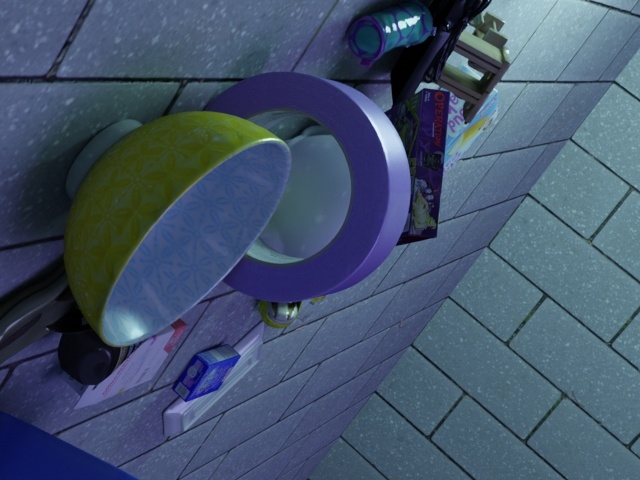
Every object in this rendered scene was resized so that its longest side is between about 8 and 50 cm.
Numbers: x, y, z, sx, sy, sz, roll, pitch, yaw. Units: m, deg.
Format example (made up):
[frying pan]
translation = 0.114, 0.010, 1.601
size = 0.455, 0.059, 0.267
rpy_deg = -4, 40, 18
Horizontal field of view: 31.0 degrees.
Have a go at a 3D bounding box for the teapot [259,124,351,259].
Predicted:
[teapot]
translation = -0.025, -0.059, 1.613
size = 0.252, 0.187, 0.256
rpy_deg = -53, 170, -2

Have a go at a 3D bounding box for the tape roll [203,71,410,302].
[tape roll]
translation = -0.033, -0.064, 1.403
size = 0.275, 0.275, 0.090
rpy_deg = -53, 164, 15

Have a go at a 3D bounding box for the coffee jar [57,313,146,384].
[coffee jar]
translation = -0.261, 0.106, 1.506
size = 0.184, 0.079, 0.096
rpy_deg = -46, 168, -48

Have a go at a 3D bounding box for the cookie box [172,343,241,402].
[cookie box]
translation = -0.207, 0.241, 2.109
size = 0.092, 0.040, 0.107
rpy_deg = -56, 160, 21

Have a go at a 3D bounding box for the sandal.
[sandal]
translation = -0.286, 0.073, 1.389
size = 0.303, 0.086, 0.120
rpy_deg = -41, 163, -28

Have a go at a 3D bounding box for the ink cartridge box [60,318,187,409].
[ink cartridge box]
translation = -0.288, 0.160, 1.638
size = 0.115, 0.067, 0.198
rpy_deg = -55, 165, 20

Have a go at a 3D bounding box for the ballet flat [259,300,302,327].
[ballet flat]
translation = -0.062, 0.098, 2.092
size = 0.077, 0.077, 0.231
rpy_deg = -90, -163, -48

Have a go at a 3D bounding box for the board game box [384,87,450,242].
[board game box]
translation = 0.111, -0.095, 1.736
size = 0.347, 0.056, 0.208
rpy_deg = 166, -74, -77

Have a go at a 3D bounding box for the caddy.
[caddy]
translation = -0.345, 0.372, 1.525
size = 0.179, 0.341, 0.241
rpy_deg = -62, 169, -19

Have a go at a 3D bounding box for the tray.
[tray]
translation = -0.199, 0.277, 2.250
size = 0.270, 0.030, 0.145
rpy_deg = -42, 163, -24

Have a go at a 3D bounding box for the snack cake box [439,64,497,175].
[snack cake box]
translation = 0.216, -0.187, 2.173
size = 0.264, 0.089, 0.152
rpy_deg = -48, 164, -3

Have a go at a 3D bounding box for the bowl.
[bowl]
translation = -0.185, -0.041, 1.261
size = 0.289, 0.156, 0.289
rpy_deg = -45, 165, -16

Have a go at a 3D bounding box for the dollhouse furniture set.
[dollhouse furniture set]
translation = 0.221, -0.306, 1.902
size = 0.129, 0.129, 0.183
rpy_deg = -57, -167, 30

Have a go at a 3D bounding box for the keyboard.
[keyboard]
translation = 0.189, -0.322, 1.688
size = 0.201, 0.033, 0.317
rpy_deg = -88, -156, -55

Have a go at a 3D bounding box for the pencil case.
[pencil case]
translation = 0.100, -0.294, 1.624
size = 0.152, 0.064, 0.070
rpy_deg = -29, 130, -51

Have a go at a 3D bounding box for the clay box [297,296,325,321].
[clay box]
translation = 0.010, 0.054, 2.247
size = 0.222, 0.053, 0.127
rpy_deg = -50, 165, -1
